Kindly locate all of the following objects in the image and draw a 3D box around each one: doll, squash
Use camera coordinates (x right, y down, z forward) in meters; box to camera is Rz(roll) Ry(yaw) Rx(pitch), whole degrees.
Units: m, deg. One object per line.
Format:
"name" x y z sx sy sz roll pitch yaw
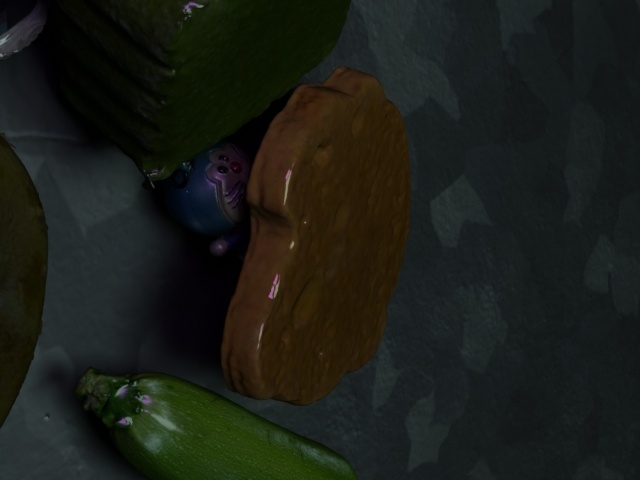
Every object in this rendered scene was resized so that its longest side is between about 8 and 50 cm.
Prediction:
"doll" -0.088 -0.038 1.340 0.152 0.085 0.114 47 38 -50
"squash" -0.085 0.197 1.359 0.378 0.101 0.101 35 70 -48

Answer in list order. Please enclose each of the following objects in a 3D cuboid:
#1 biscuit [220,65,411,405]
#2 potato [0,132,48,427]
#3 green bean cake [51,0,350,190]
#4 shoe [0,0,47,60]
"biscuit" 0.000 0.000 1.387 0.351 0.057 0.312 -34 130 -60
"potato" -0.302 0.046 1.058 0.210 0.173 0.308 7 92 -49
"green bean cake" -0.091 -0.202 1.195 0.247 0.156 0.250 -40 167 -24
"shoe" -0.287 -0.170 1.127 0.169 0.071 0.099 -41 111 -41
